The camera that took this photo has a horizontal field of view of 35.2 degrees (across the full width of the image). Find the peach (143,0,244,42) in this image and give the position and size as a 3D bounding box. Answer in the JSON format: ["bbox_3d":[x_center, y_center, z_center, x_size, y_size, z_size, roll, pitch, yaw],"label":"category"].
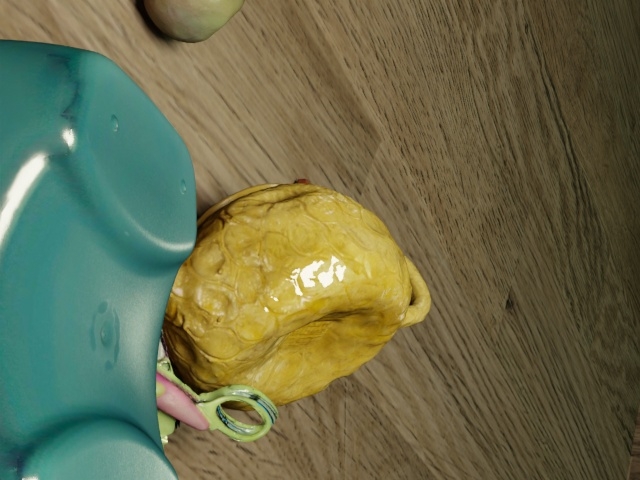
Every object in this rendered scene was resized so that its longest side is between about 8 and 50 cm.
[{"bbox_3d":[-0.100,-0.197,0.785,0.083,0.083,0.083,-7,98,-60],"label":"peach"}]

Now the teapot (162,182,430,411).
[{"bbox_3d":[-0.033,0.027,0.837,0.311,0.203,0.167,-3,50,-40],"label":"teapot"}]

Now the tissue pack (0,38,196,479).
[{"bbox_3d":[-0.186,0.051,0.521,0.198,0.206,0.287,45,45,-67],"label":"tissue pack"}]

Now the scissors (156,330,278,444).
[{"bbox_3d":[-0.119,0.102,0.729,0.020,0.133,0.187,-102,170,-49],"label":"scissors"}]

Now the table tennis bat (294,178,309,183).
[{"bbox_3d":[0.000,0.000,1.040,0.098,0.019,0.155,-62,144,-37],"label":"table tennis bat"}]
